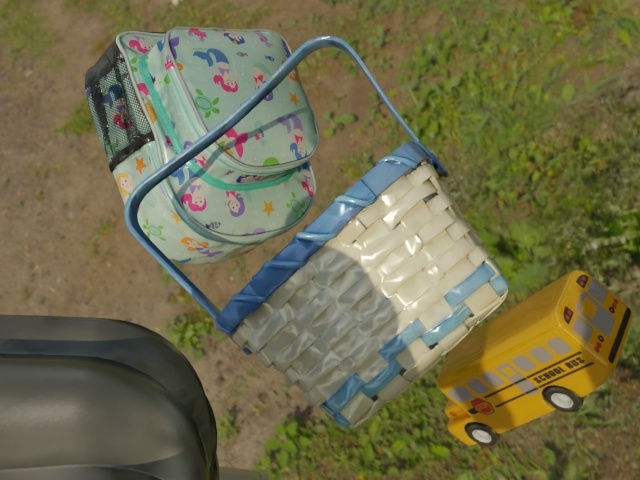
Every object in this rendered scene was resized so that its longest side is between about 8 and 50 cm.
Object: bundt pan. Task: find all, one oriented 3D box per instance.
[{"bbox_3d":[-0.102,0.185,0.405,0.124,0.331,0.331,-6,45,-6],"label":"bundt pan"}]

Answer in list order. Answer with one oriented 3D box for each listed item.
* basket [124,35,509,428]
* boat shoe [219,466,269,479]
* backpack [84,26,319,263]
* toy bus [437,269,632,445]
[{"bbox_3d":[0.000,0.000,0.737,0.254,0.201,0.289,-39,85,4],"label":"basket"},{"bbox_3d":[-0.094,0.270,0.780,0.114,0.302,0.091,4,81,7],"label":"boat shoe"},{"bbox_3d":[-0.117,-0.108,0.937,0.191,0.225,0.254,-20,84,45],"label":"backpack"},{"bbox_3d":[0.272,0.172,1.149,0.108,0.130,0.333,-55,6,-37],"label":"toy bus"}]
